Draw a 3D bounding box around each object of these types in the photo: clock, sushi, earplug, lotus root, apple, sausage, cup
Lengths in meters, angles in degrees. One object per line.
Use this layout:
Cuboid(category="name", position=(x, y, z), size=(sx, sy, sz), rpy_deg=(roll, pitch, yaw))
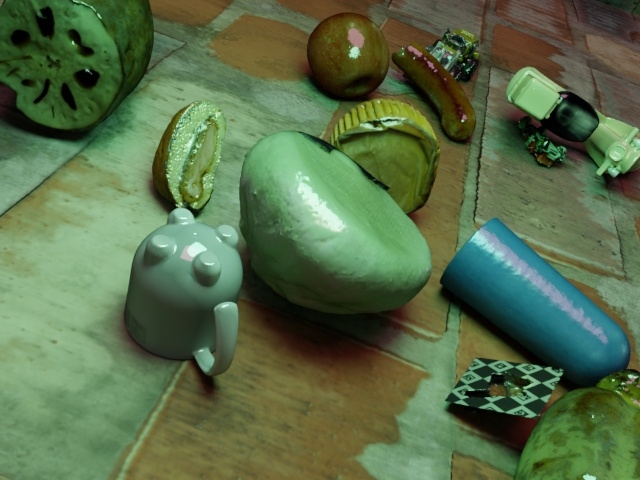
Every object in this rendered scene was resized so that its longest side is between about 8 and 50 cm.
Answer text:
Cuboid(category="clock", position=(0.592, -0.258, 1.426), size=(0.379, 0.120, 0.276), rpy_deg=(30, 24, -3))
Cuboid(category="sushi", position=(0.240, 0.197, 0.815), size=(0.120, 0.026, 0.126), rpy_deg=(3, 20, 34))
Cuboid(category="earplug", position=(0.320, 0.101, 0.918), size=(0.273, 0.132, 0.132), rpy_deg=(42, 43, 21))
Cuboid(category="lotus root", position=(-0.394, -0.351, 1.045), size=(0.250, 0.250, 0.346), rpy_deg=(8, 37, -15))
Cuboid(category="apple", position=(0.062, -0.398, 1.370), size=(0.181, 0.181, 0.168), rpy_deg=(-7, 68, -30))
Cuboid(category="sausage", position=(0.269, -0.344, 1.442), size=(0.103, 0.076, 0.302), rpy_deg=(-10, 56, -32))
Cuboid(category="cup", position=(-0.159, 0.059, 0.740), size=(0.134, 0.142, 0.173), rpy_deg=(12, 39, -11))
Cuboid(category="lotus root", position=(0.314, 0.262, 0.691), size=(0.173, 0.173, 0.309), rpy_deg=(32, 39, 15))

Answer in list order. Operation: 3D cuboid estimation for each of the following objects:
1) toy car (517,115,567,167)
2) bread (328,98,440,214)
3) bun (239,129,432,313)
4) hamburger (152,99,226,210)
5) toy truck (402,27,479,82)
Cuboid(category="toy car", position=(0.500, -0.227, 1.442), size=(0.073, 0.054, 0.143), rpy_deg=(20, 32, -25))
Cuboid(category="bread", position=(0.101, -0.134, 1.046), size=(0.199, 0.199, 0.104), rpy_deg=(11, 35, -11))
Cuboid(category="bun", position=(0.000, 0.000, 0.857), size=(0.293, 0.187, 0.293), rpy_deg=(34, 25, -18))
Cuboid(category="hamburger", position=(-0.217, -0.127, 0.965), size=(0.102, 0.176, 0.087), rpy_deg=(1, -10, 41))
Cuboid(category="toy truck", position=(0.318, -0.461, 1.604), size=(0.136, 0.111, 0.286), rpy_deg=(33, 42, 13))
